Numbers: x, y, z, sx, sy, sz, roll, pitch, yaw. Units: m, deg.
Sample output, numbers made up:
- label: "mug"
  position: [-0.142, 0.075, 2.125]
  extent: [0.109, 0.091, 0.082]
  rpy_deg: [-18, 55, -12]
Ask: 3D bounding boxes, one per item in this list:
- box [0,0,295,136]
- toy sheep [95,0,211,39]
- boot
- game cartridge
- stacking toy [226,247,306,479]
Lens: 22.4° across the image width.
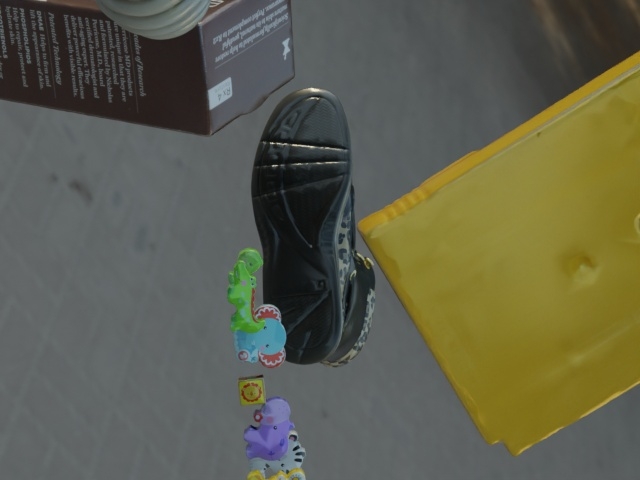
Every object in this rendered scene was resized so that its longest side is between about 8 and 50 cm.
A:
- label: "box"
  position: [-0.240, -0.237, 1.843]
  extent: [0.191, 0.381, 0.143]
  rpy_deg: [-42, 137, -51]
- label: "toy sheep"
  position: [-0.106, -0.173, 1.028]
  extent: [0.132, 0.091, 0.091]
  rpy_deg: [48, 23, -67]
- label: "boot"
  position: [0.000, 0.000, 2.271]
  extent: [0.284, 0.138, 0.378]
  rpy_deg: [47, 40, -75]
- label: "game cartridge"
  position: [0.238, 0.018, 1.521]
  extent: [0.285, 0.323, 0.053]
  rpy_deg: [59, 1, -21]
- label: "stacking toy"
  position: [-0.044, 0.118, 1.353]
  extent: [0.167, 0.052, 0.221]
  rpy_deg: [-121, -156, -84]
